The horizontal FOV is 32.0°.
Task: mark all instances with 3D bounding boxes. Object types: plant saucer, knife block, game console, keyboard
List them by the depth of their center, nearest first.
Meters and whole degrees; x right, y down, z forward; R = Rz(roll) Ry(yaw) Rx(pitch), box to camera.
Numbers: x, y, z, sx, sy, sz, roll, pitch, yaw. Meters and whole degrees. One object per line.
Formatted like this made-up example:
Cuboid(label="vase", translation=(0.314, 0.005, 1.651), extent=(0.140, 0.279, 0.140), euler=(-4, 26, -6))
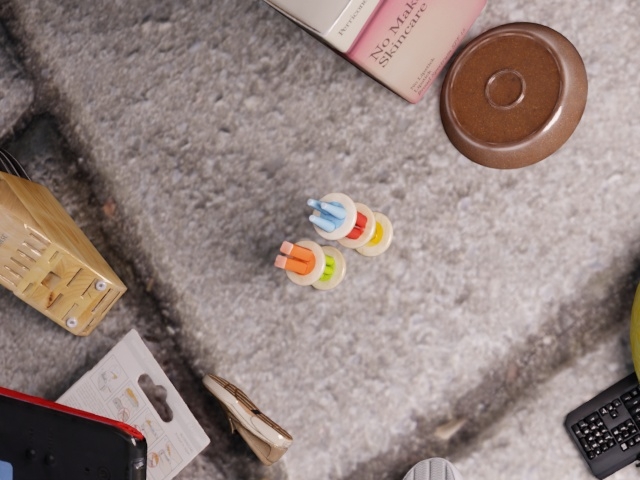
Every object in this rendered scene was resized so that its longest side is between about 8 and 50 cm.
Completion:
Cuboid(label="keyboard", translation=(0.334, 0.163, 1.078), extent=(0.192, 0.038, 0.100), euler=(-37, 66, 17))
Cuboid(label="plant saucer", translation=(0.204, -0.162, 1.216), extent=(0.168, 0.029, 0.168), euler=(-6, 76, 27))
Cuboid(label="game console", translation=(-0.355, 0.363, 1.316), extent=(0.342, 0.060, 0.386), euler=(11, 105, 28))
Cuboid(label="knife block", translation=(-0.386, -0.021, 1.475), extent=(0.276, 0.242, 0.088), euler=(37, 102, -17))

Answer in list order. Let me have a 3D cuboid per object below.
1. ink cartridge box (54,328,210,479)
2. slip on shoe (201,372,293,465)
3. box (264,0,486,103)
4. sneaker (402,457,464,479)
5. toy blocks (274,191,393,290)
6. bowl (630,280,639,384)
Cuboid(label="ink cartridge box", translation=(-0.251, 0.255, 1.360), extent=(0.232, 0.066, 0.189), euler=(-42, 64, 5))
Cuboid(label="slip on shoe", translation=(-0.092, 0.204, 1.285), extent=(0.135, 0.051, 0.041), euler=(37, 95, 20))
Cuboid(label="box", translation=(0.055, -0.265, 1.197), extent=(0.127, 0.232, 0.148), euler=(39, 99, 29))
Cuboid(label="sneaker", translation=(0.116, 0.352, 1.128), extent=(0.094, 0.091, 0.258), euler=(-12, 53, 30))
Cuboid(label="toy blocks", translation=(0.000, 0.000, 1.220), extent=(0.123, 0.148, 0.054), euler=(-37, 65, 16))
Cuboid(label="bowl", translation=(0.411, 0.066, 0.969), extent=(0.290, 0.156, 0.289), euler=(-6, 72, 19))
